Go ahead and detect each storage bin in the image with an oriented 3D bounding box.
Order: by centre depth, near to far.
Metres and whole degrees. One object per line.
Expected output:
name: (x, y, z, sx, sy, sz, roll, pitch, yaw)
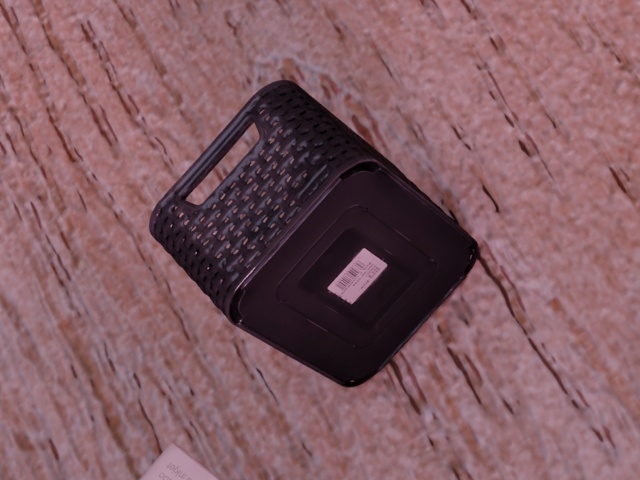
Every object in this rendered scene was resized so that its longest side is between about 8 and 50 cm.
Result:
storage bin: (0.000, 0.000, 1.139, 0.122, 0.180, 0.084, -48, 58, 5)

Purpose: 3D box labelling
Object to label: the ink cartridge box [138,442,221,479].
ink cartridge box: (-0.090, 0.267, 1.110, 0.172, 0.100, 0.237, 34, 78, 33)
